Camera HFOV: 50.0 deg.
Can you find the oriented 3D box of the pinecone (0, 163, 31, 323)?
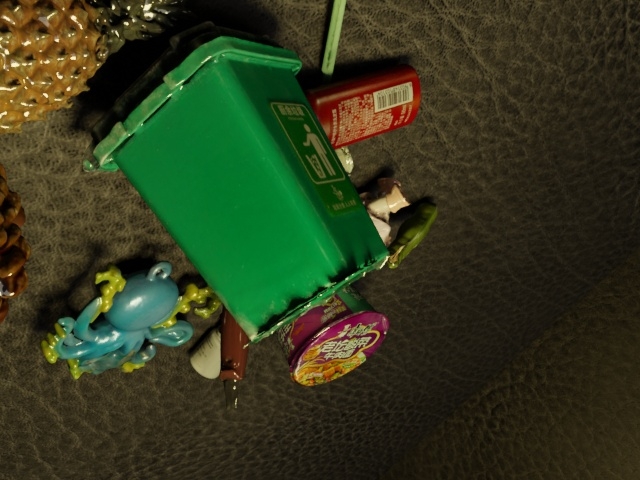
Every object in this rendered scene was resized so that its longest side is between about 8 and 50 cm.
[{"bbox_3d":[-0.494,0.018,0.885,0.264,0.264,0.264,-23,144,-18],"label":"pinecone"}]

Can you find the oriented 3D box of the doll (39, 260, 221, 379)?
[{"bbox_3d":[-0.360,0.147,1.292,0.346,0.098,0.341,0,142,-50],"label":"doll"}]

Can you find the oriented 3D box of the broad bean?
[{"bbox_3d":[0.201,-0.014,1.496,0.098,0.056,0.318,-39,-175,28],"label":"broad bean"}]

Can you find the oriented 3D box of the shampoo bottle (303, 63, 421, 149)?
[{"bbox_3d":[0.039,-0.216,1.169,0.314,0.076,0.118,-23,137,-33],"label":"shampoo bottle"}]

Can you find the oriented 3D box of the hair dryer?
[{"bbox_3d":[-0.142,0.157,1.302,0.123,0.340,0.312,-7,157,17],"label":"hair dryer"}]

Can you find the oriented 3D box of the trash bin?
[{"bbox_3d":[-0.109,-0.066,0.948,0.295,0.381,0.259,-35,172,25],"label":"trash bin"}]

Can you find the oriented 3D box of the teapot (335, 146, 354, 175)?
[{"bbox_3d":[-0.044,-0.117,1.260,0.200,0.077,0.107,-21,167,-20],"label":"teapot"}]

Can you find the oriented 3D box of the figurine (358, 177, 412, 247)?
[{"bbox_3d":[0.070,-0.017,1.423,0.276,0.133,0.200,-45,139,13],"label":"figurine"}]

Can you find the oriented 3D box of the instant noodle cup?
[{"bbox_3d":[0.000,0.176,1.543,0.251,0.190,0.251,-23,145,-18],"label":"instant noodle cup"}]

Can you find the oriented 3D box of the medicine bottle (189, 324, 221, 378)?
[{"bbox_3d":[-0.222,0.236,1.519,0.130,0.080,0.080,-47,144,15],"label":"medicine bottle"}]

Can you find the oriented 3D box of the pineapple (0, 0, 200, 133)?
[{"bbox_3d":[-0.312,-0.242,0.796,0.362,0.202,0.202,-27,147,-37],"label":"pineapple"}]

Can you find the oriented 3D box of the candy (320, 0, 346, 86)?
[{"bbox_3d":[0.035,-0.379,1.012,0.119,0.119,0.440,-21,150,-21],"label":"candy"}]
